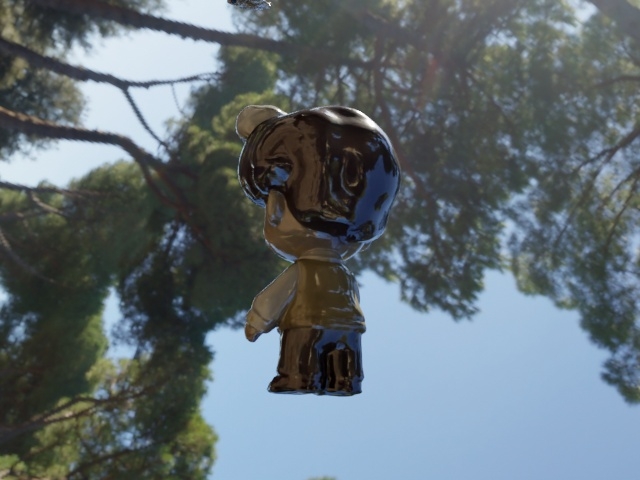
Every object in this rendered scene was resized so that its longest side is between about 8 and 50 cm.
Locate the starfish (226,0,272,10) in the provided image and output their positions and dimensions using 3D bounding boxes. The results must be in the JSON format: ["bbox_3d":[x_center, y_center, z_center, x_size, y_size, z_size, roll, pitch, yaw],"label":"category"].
[{"bbox_3d":[-0.094,-0.347,0.963,0.138,0.247,0.050,-28,-108,29],"label":"starfish"}]

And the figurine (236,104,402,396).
[{"bbox_3d":[-0.007,0.008,0.988,0.206,0.217,0.365,178,-80,-70],"label":"figurine"}]
